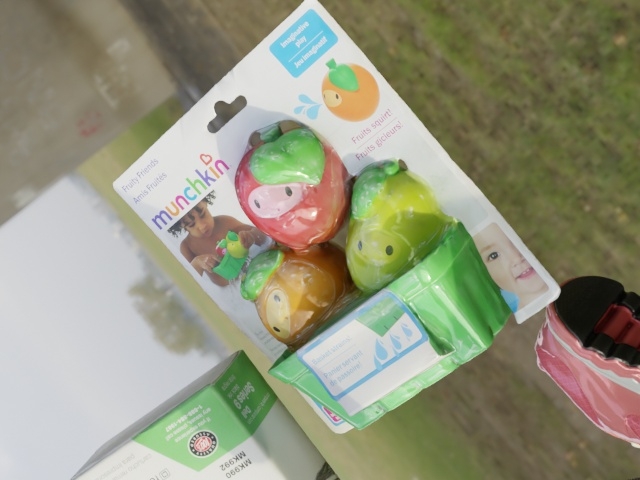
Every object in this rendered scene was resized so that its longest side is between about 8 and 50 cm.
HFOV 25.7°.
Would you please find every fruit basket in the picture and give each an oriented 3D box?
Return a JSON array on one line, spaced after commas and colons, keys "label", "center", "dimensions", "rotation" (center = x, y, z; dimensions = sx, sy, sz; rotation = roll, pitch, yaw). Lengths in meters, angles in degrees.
[{"label": "fruit basket", "center": [0.000, 0.000, 1.336], "dimensions": [0.353, 0.327, 0.165], "rotation": [46, -144, -9]}]

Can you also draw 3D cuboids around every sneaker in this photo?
[{"label": "sneaker", "center": [0.351, 0.166, 1.423], "dimensions": [0.314, 0.116, 0.136], "rotation": [40, 146, 13]}]

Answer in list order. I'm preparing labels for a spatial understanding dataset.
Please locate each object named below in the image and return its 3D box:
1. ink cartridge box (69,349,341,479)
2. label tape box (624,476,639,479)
[{"label": "ink cartridge box", "center": [-0.089, 0.297, 1.471], "dimensions": [0.289, 0.211, 0.121], "rotation": [53, -163, -4]}, {"label": "label tape box", "center": [0.346, 0.366, 1.419], "dimensions": [0.240, 0.334, 0.106], "rotation": [64, 144, 32]}]
